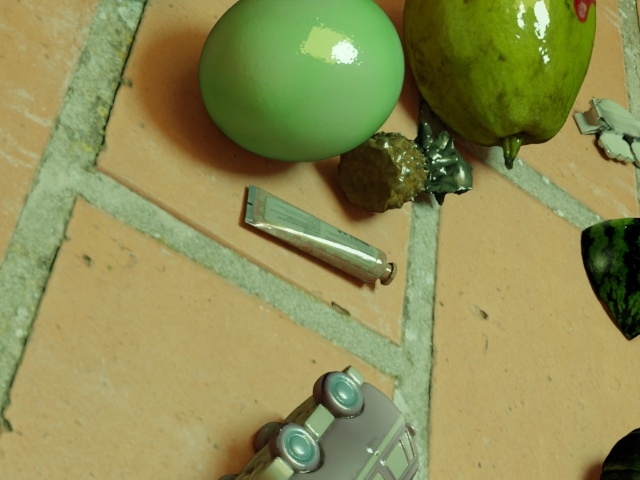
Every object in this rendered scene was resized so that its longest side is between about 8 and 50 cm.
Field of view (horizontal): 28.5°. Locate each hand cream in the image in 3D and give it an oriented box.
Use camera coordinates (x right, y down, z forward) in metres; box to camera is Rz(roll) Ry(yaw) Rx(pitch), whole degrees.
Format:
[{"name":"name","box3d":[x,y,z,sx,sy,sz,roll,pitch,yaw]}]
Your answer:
[{"name":"hand cream","box3d":[0.000,0.000,1.523,0.209,0.043,0.067,27,41,-21]}]

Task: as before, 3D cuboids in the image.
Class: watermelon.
[{"name":"watermelon","box3d":[0.481,0.035,1.935,0.145,0.137,0.193,46,80,-10]}]

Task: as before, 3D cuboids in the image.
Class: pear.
[{"name":"pear","box3d":[0.264,-0.283,1.848,0.287,0.287,0.375,12,69,-40]}]

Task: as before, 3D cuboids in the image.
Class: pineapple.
[{"name":"pineapple","box3d":[0.119,-0.095,1.674,0.237,0.111,0.119,-17,103,-56]}]

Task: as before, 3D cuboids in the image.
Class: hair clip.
[{"name":"hair clip","box3d":[0.530,-0.197,2.223,0.220,0.054,0.140,10,49,-45]}]

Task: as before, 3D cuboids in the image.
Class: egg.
[{"name":"egg","box3d":[-0.023,-0.204,1.512,0.269,0.220,0.220,-10,67,-43]}]

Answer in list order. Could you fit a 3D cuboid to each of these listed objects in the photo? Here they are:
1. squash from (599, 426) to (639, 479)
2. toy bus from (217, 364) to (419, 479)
[{"name":"squash","box3d":[0.452,0.330,1.626,0.193,0.156,0.193,11,74,-42]},{"name":"toy bus","box3d":[-0.001,0.234,1.246,0.142,0.142,0.202,45,38,0]}]
